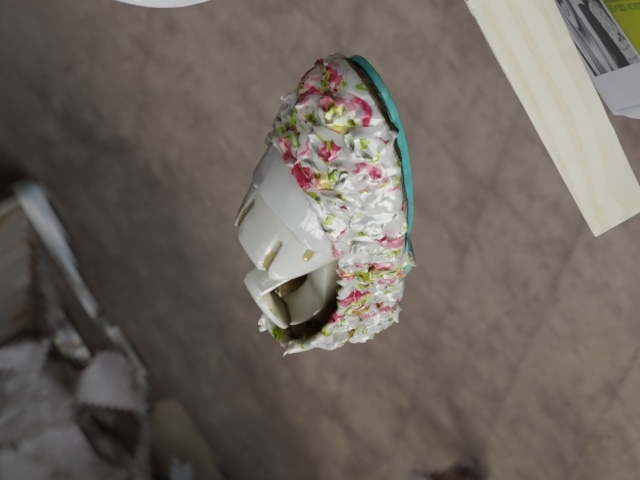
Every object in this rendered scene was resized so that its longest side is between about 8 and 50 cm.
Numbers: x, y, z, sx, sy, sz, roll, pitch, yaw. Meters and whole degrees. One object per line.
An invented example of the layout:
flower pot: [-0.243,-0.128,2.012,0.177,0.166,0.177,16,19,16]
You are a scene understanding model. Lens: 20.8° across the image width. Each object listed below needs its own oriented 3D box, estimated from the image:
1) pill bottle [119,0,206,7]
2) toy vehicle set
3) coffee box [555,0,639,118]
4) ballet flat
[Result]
pill bottle: [-0.119,-0.309,1.077,0.204,0.204,0.361,49,171,17]
toy vehicle set: [0.094,-0.126,0.904,0.166,0.035,0.267,66,-171,30]
coffee box: [0.264,-0.291,0.994,0.334,0.338,0.338,57,180,-8]
ballet flat: [0.000,0.000,0.815,0.091,0.077,0.241,57,169,23]
